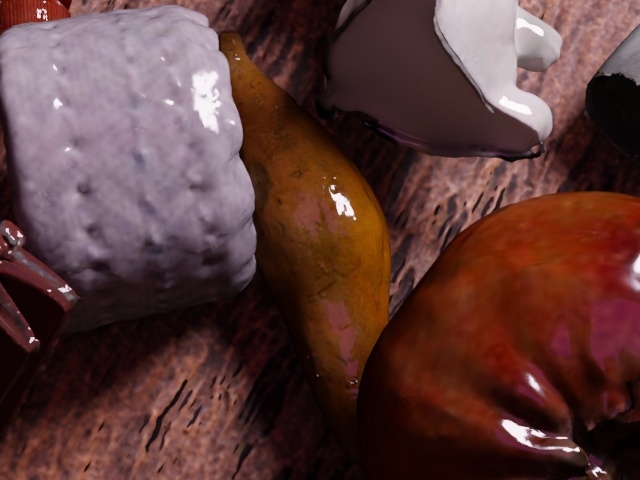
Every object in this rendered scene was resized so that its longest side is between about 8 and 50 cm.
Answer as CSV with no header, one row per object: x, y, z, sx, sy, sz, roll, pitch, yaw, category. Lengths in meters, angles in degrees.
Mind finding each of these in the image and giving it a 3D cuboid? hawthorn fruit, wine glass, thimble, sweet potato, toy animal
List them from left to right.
-0.137,-0.047,0.921,0.157,0.245,0.217,-9,54,-9,thimble
-0.001,-0.005,0.998,0.112,0.112,0.359,-21,81,-13,sweet potato
0.093,-0.199,1.020,0.289,0.174,0.249,-51,124,-45,toy animal
0.178,0.114,0.834,0.308,0.325,0.308,-2,86,23,hawthorn fruit
0.338,-0.162,1.078,0.241,0.126,0.126,-37,82,-18,wine glass

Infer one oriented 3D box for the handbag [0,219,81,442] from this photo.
-0.310,0.047,0.864,0.260,0.275,0.084,43,39,5,handbag

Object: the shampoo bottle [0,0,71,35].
-0.241,-0.273,1.033,0.076,0.118,0.314,-4,75,-13,shampoo bottle
